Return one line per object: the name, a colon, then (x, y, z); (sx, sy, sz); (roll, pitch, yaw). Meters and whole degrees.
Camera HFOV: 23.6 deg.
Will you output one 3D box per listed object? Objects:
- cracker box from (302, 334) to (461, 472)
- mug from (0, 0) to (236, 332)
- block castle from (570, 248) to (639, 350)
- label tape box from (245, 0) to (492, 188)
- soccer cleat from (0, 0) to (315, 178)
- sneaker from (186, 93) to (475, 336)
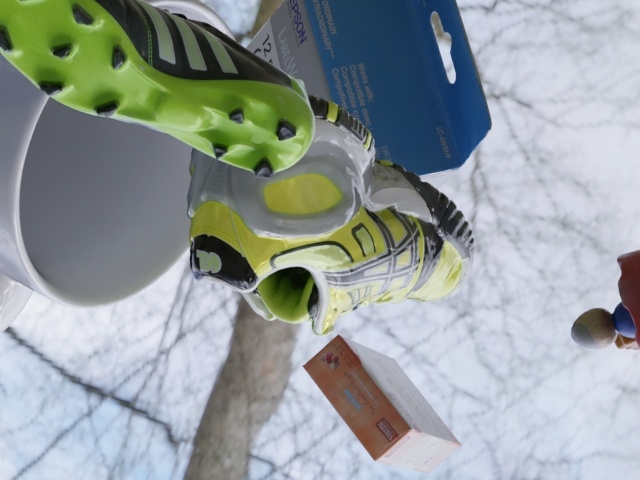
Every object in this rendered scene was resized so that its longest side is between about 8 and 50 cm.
cracker box: (0.083, 0.212, 1.955); (0.156, 0.067, 0.232); (52, -171, 22)
mug: (-0.294, -0.085, 1.339); (0.328, 0.374, 0.276); (26, -175, 30)
block castle: (0.371, 0.149, 1.223); (0.453, 0.212, 0.303); (13, -120, -63)
label tape box: (0.019, -0.133, 1.598); (0.115, 0.348, 0.249); (-1, -116, -30)
soccer cleat: (-0.084, -0.088, 0.745); (0.179, 0.060, 0.072); (26, -150, -19)
sneaker: (0.000, 0.000, 1.173); (0.145, 0.147, 0.384); (13, 171, 31)
